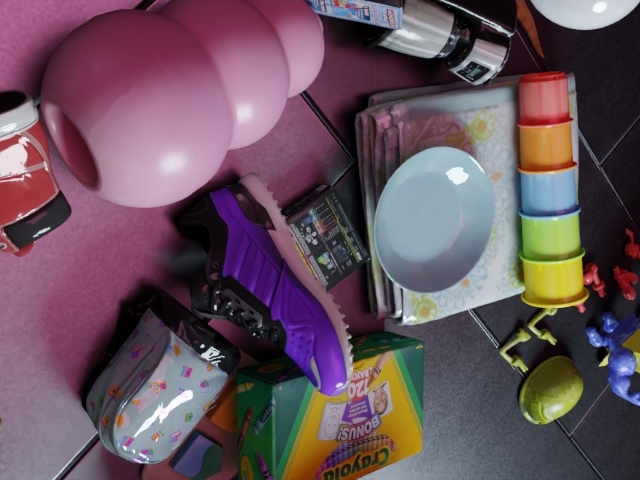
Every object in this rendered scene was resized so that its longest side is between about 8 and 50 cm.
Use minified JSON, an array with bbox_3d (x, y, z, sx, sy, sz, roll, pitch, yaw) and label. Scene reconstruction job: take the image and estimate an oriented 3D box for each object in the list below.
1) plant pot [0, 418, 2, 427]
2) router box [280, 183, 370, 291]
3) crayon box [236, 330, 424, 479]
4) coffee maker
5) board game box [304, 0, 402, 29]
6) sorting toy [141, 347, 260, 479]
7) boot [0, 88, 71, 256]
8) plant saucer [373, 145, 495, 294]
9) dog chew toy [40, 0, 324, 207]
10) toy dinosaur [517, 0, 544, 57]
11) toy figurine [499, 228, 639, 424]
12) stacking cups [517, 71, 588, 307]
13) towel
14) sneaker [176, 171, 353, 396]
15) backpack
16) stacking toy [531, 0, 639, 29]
[{"bbox_3d":[-0.485,0.163,0.736,0.276,0.276,0.254,-38,104,-18],"label":"plant pot"},{"bbox_3d":[0.000,0.000,1.082,0.092,0.038,0.122,-37,115,-19],"label":"router box"},{"bbox_3d":[0.019,0.229,1.075,0.278,0.081,0.166,-8,103,-43],"label":"crayon box"},{"bbox_3d":[0.161,-0.307,1.054,0.178,0.120,0.171,14,95,-23],"label":"coffee maker"},{"bbox_3d":[0.034,-0.341,0.960,0.194,0.060,0.194,28,84,10],"label":"board game box"},{"bbox_3d":[-0.104,0.275,1.078,0.193,0.038,0.208,41,79,-29],"label":"sorting toy"},{"bbox_3d":[-0.392,-0.038,0.837,0.244,0.088,0.176,-17,125,-14],"label":"boot"},{"bbox_3d":[0.142,-0.028,1.059,0.194,0.037,0.195,-7,105,-27],"label":"plant saucer"},{"bbox_3d":[-0.130,-0.176,0.892,0.331,0.206,0.207,-34,114,-29],"label":"dog chew toy"},{"bbox_3d":[0.262,-0.348,1.137,0.112,0.064,0.211,-39,86,-23],"label":"toy dinosaur"},{"bbox_3d":[0.496,0.160,1.287,0.362,0.217,0.191,-36,115,-19],"label":"toy figurine"},{"bbox_3d":[0.310,-0.068,1.114,0.096,0.096,0.316,-17,108,-25],"label":"stacking cups"},{"bbox_3d":[0.224,-0.068,1.170,0.374,0.090,0.321,-13,108,-26],"label":"towel"},{"bbox_3d":[-0.079,0.070,0.966,0.146,0.102,0.293,-24,73,-22],"label":"sneaker"},{"bbox_3d":[-0.195,0.169,0.963,0.182,0.115,0.152,-51,121,-8],"label":"backpack"},{"bbox_3d":[0.245,-0.386,0.845,0.350,0.350,0.480,38,36,-29],"label":"stacking toy"}]
